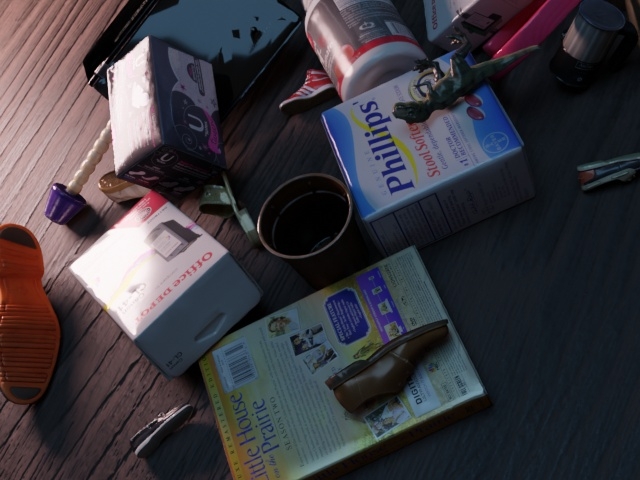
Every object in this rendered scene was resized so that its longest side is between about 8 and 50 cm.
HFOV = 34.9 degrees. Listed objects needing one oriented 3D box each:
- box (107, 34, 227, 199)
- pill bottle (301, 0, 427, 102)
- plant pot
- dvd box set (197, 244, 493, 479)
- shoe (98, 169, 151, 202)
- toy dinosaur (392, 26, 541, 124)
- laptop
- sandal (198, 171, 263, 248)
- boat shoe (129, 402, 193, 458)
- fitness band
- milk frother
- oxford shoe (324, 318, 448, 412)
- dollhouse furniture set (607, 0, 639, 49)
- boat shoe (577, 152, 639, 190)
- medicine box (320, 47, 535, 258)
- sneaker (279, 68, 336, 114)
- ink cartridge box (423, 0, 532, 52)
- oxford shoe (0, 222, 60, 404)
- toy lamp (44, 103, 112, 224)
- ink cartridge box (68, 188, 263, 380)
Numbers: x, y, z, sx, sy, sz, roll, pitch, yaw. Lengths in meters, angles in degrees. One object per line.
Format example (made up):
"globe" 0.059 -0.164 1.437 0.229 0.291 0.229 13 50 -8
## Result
"box" -0.288 -0.230 1.915 0.142 0.163 0.247 -29 58 34
"pill bottle" 0.074 -0.391 1.957 0.176 0.176 0.318 -28 53 4
"plant pot" 0.000 0.000 1.744 0.167 0.165 0.166 -11 55 16
"dvd box set" 0.027 0.222 1.657 0.421 0.062 0.307 -27 53 4
"shoe" -0.333 -0.130 2.039 0.219 0.058 0.076 -17 41 8
"toy dinosaur" 0.226 -0.287 1.718 0.268 0.064 0.118 -30 59 -2
"laptop" -0.290 -0.423 2.168 0.382 0.236 0.408 -50 25 5
"sandal" -0.190 -0.069 1.916 0.079 0.088 0.240 -28 58 -4
"boat shoe" -0.272 0.315 1.732 0.125 0.046 0.038 -45 58 1
"fitness band" 0.393 -0.401 1.828 0.054 0.209 0.291 43 79 -9
"milk frother" 0.473 -0.369 1.803 0.129 0.134 0.143 -8 55 -23
"oxford shoe" 0.115 0.192 1.572 0.212 0.076 0.076 -32 84 -3
"dollhouse furniture set" 0.669 -0.473 1.750 0.304 0.198 0.286 -23 54 7
"boat shoe" 0.497 -0.117 1.692 0.137 0.049 0.043 -12 98 12
"medicine box" 0.184 -0.151 1.775 0.289 0.149 0.263 -24 53 5
"sneaker" -0.032 -0.297 2.024 0.119 0.042 0.067 -22 57 -1
"ink cartridge box" 0.300 -0.471 1.906 0.219 0.093 0.160 -37 42 43
"oxford shoe" -0.586 0.154 1.942 0.133 0.130 0.363 -38 52 39
"toy lamp" -0.466 -0.155 2.054 0.080 0.080 0.274 39 97 36
"ink cartridge box" -0.278 0.070 1.803 0.226 0.131 0.306 -44 39 -10
